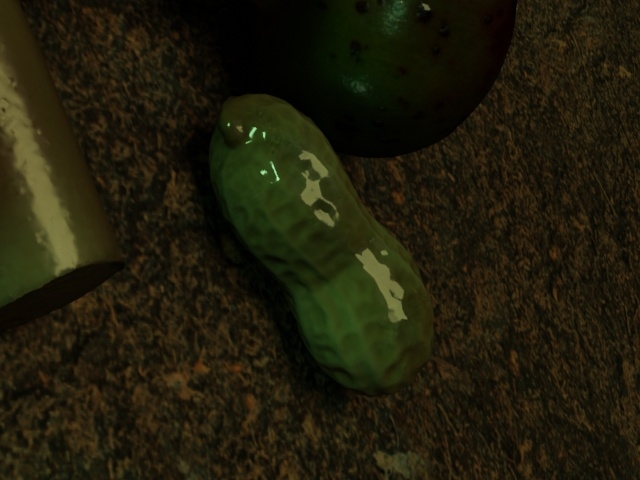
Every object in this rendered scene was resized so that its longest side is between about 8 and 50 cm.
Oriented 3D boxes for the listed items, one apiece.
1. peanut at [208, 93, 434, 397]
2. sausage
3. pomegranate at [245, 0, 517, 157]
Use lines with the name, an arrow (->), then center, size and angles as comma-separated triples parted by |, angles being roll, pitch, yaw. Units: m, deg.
peanut -> 0.000, 0.000, 1.239 | 0.298, 0.120, 0.136 | 57, 11, -13
sausage -> -0.232, -0.071, 0.953 | 0.123, 0.123, 0.252 | -16, 82, -56
pomegranate -> 0.019, -0.218, 1.310 | 0.323, 0.291, 0.290 | -5, 70, -14
